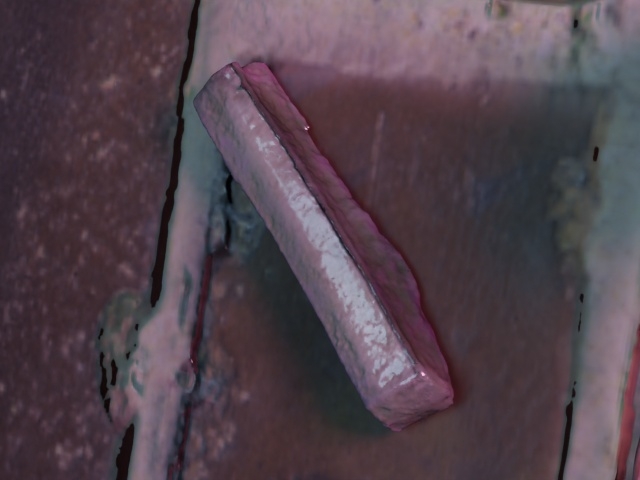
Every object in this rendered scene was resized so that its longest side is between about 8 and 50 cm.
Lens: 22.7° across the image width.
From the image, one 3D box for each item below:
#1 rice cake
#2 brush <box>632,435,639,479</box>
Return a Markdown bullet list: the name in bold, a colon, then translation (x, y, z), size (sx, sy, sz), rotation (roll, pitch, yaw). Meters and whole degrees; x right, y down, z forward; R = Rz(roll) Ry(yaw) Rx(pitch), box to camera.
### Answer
- **rice cake**: translation (0.000, 0.000, 0.778), size (0.047, 0.036, 0.206), rotation (-47, 65, 36)
- **brush**: translation (0.162, -0.002, 0.634), size (0.047, 0.103, 0.233), rotation (22, 102, 34)
